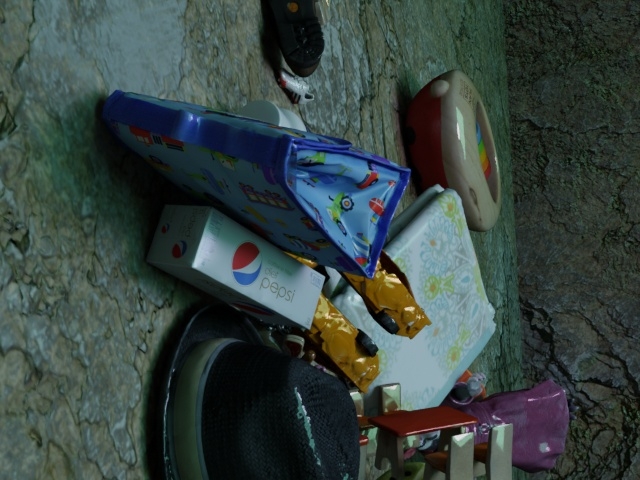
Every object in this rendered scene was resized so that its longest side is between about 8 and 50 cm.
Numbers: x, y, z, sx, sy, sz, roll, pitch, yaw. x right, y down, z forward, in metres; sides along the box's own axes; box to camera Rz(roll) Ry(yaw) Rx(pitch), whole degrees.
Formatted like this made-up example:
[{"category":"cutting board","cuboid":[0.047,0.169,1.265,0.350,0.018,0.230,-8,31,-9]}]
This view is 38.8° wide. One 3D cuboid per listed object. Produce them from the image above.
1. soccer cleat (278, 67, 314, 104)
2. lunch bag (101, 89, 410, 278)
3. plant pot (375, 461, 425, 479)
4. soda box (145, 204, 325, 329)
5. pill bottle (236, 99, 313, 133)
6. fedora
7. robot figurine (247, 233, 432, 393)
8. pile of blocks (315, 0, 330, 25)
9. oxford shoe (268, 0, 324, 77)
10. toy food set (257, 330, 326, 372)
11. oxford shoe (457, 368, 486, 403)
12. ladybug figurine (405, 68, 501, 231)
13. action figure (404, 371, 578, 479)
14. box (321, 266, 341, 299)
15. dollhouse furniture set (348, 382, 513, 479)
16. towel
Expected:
[{"category":"soccer cleat","cuboid":[-0.037,-0.234,1.370,0.083,0.035,0.029,53,36,-54]},{"category":"lunch bag","cuboid":[-0.072,-0.074,0.943,0.293,0.221,0.138,22,88,-62]},{"category":"plant pot","cuboid":[0.191,0.497,1.469,0.254,0.276,0.276,50,37,-38]},{"category":"soda box","cuboid":[-0.088,0.033,1.012,0.216,0.073,0.069,35,67,-48]},{"category":"pill bottle","cuboid":[-0.050,-0.119,1.212,0.169,0.094,0.094,42,45,-61]},{"category":"fedora","cuboid":[-0.046,0.225,1.026,0.334,0.152,0.334,-7,90,-70]},{"category":"robot figurine","cuboid":[0.014,0.063,1.206,0.211,0.085,0.291,-45,119,-9]},{"category":"pile of blocks","cuboid":[0.022,-0.519,1.516,0.149,0.112,0.362,28,58,-65]},{"category":"oxford shoe","cuboid":[-0.044,-0.350,1.363,0.096,0.082,0.227,101,-15,-75]},{"category":"toy food set","cuboid":[-0.032,0.158,1.183,0.019,0.077,0.122,-71,157,-45]},{"category":"oxford shoe","cuboid":[0.201,0.216,1.796,0.364,0.130,0.133,56,0,-39]},{"category":"ladybug figurine","cuboid":[0.305,-0.200,2.098,0.449,0.161,0.305,63,29,-44]},{"category":"action figure","cuboid":[0.289,0.346,1.726,0.275,0.370,0.248,-168,-100,-67]},{"category":"box","cuboid":[0.000,0.000,1.356,0.244,0.060,0.101,-58,137,-60]},{"category":"dollhouse furniture set","cuboid":[0.105,0.266,1.297,0.259,0.262,0.135,-3,97,-33]},{"category":"towel","cuboid":[0.156,0.125,1.554,0.374,0.090,0.321,-43,123,-37]}]
